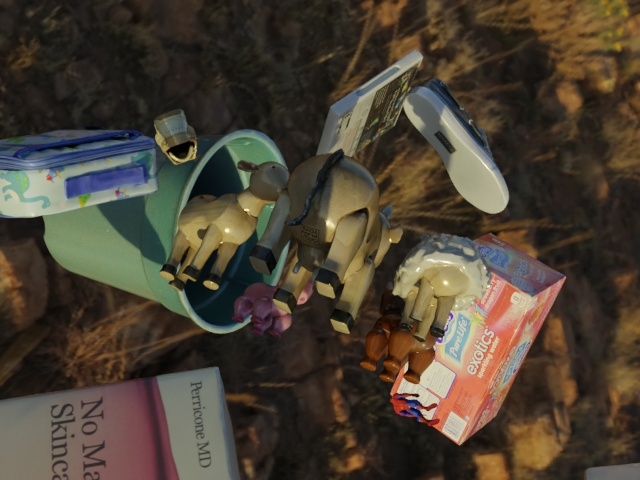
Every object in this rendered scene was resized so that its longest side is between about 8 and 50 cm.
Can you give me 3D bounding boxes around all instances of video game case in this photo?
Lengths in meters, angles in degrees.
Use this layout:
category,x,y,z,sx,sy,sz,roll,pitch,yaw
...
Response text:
category,x,y,z,sx,sy,sz,roll,pitch,yaw
video game case,0.067,-0.186,1.374,0.173,0.190,0.022,-37,75,-23

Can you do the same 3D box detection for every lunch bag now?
category,x,y,z,sx,sy,sz,roll,pitch,yaw
lunch bag,-0.322,-0.087,1.146,0.219,0.176,0.090,-19,113,-49

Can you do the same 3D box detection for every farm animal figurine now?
category,x,y,z,sx,sy,sz,roll,pitch,yaw
farm animal figurine,0.000,0.000,0.970,0.330,0.327,0.172,24,70,2

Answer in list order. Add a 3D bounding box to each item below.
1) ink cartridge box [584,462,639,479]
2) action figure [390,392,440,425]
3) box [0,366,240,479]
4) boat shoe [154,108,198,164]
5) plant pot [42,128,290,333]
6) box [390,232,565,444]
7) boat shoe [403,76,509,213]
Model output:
category,x,y,z,sx,sy,sz,roll,pitch,yaw
ink cartridge box,0.249,0.291,0.609,0.278,0.117,0.201,-29,111,-73
action figure,0.135,0.244,1.339,0.030,0.115,0.038,-20,101,-27
box,-0.174,0.197,0.666,0.127,0.232,0.149,91,-12,-58
boat shoe,-0.172,-0.115,1.098,0.135,0.050,0.045,84,-14,-81
plant pot,-0.277,-0.037,1.584,0.341,0.334,0.341,-29,123,-57
box,0.253,0.159,1.500,0.154,0.300,0.142,32,29,26
boat shoe,0.214,-0.146,1.364,0.228,0.080,0.076,49,55,-9
